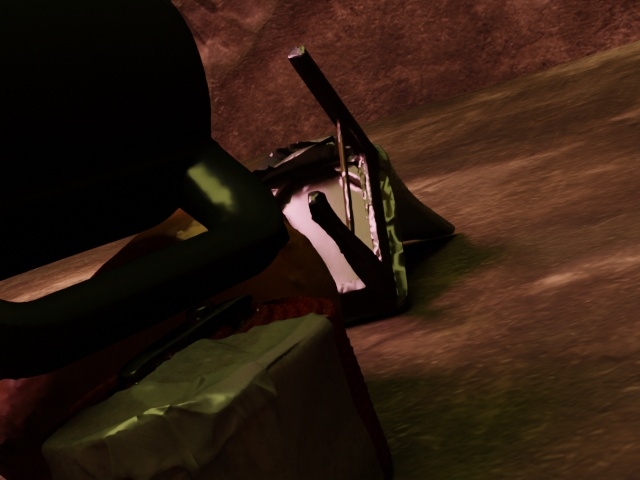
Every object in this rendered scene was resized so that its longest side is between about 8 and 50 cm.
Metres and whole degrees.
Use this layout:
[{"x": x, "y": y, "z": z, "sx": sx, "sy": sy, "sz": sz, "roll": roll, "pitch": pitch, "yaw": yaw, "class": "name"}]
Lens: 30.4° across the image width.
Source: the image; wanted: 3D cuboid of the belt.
[{"x": -0.050, "y": 0.097, "z": 0.599, "sx": 0.128, "sy": 0.124, "sz": 0.201, "roll": -15, "pitch": 10, "yaw": 29, "class": "belt"}]

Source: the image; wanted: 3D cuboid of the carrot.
[{"x": -0.118, "y": 0.074, "z": 0.760, "sx": 0.159, "sy": 0.159, "sz": 0.225, "roll": -8, "pitch": 17, "yaw": 47, "class": "carrot"}]

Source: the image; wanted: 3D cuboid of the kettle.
[{"x": -0.197, "y": -0.057, "z": 0.628, "sx": 0.262, "sy": 0.203, "sz": 0.308, "roll": 7, "pitch": 16, "yaw": 37, "class": "kettle"}]

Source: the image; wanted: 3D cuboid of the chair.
[{"x": 0.000, "y": 0.000, "z": 1.013, "sx": 0.160, "sy": 0.319, "sz": 0.186, "roll": -17, "pitch": 55, "yaw": 19, "class": "chair"}]
